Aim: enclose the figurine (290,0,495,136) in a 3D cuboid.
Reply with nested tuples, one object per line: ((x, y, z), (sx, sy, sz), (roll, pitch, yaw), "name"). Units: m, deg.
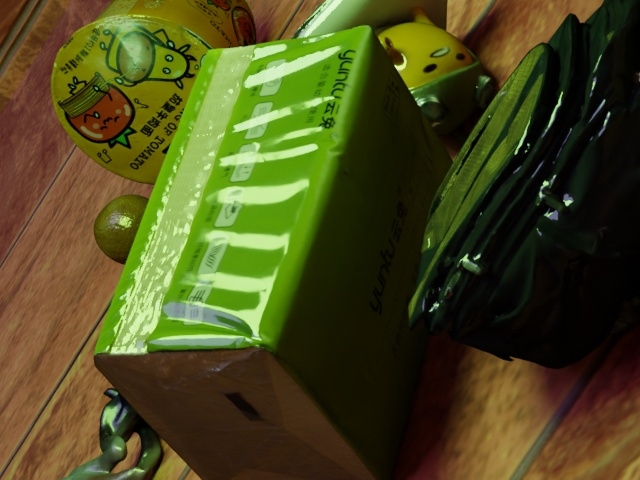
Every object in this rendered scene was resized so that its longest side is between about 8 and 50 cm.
((0.066, -0.107, 1.534), (0.141, 0.166, 0.250), (50, 141, 31), "figurine")

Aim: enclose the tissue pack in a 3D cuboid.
((-0.019, 0.018, 1.334), (0.167, 0.200, 0.275), (-4, 52, 29), "tissue pack")

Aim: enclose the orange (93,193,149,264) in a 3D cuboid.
((-0.212, -0.013, 2.045), (0.085, 0.085, 0.085), (-48, 24, 29), "orange")

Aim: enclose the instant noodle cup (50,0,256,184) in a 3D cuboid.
((-0.168, -0.193, 2.027), (0.216, 0.216, 0.172), (-44, 17, 36), "instant noodle cup")

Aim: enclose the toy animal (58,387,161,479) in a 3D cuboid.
((-0.238, 0.265, 1.713), (0.324, 0.090, 0.195), (-50, 14, 0), "toy animal")

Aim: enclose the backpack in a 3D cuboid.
((0.160, -0.050, 1.136), (0.206, 0.133, 0.258), (-83, 15, -60), "backpack")
